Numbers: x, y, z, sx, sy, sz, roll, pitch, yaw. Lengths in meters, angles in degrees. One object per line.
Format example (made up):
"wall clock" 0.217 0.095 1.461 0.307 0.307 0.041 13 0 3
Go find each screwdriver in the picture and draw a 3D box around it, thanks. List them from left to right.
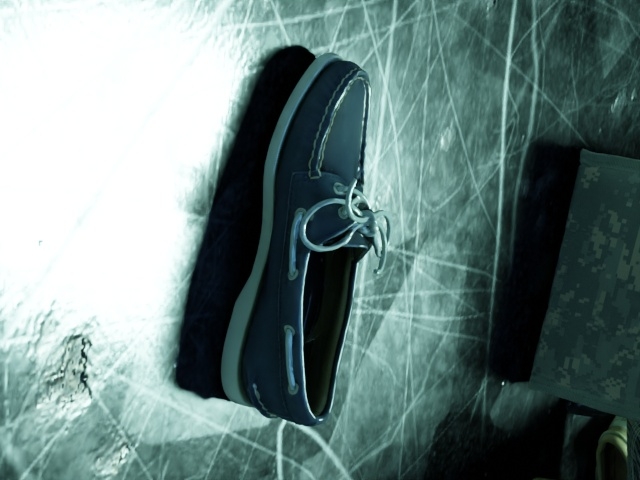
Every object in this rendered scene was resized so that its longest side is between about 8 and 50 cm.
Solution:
"screwdriver" 0.314 0.164 1.660 0.170 0.024 0.025 2 128 -30

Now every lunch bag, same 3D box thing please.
"lunch bag" 0.346 0.049 1.592 0.287 0.169 0.235 9 95 -52

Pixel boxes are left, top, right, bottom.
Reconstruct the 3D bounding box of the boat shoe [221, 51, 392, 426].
"boat shoe" 0.000 0.000 1.139 0.095 0.079 0.254 19 86 -56

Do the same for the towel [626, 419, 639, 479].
"towel" 0.297 0.345 1.523 0.312 0.056 0.324 -76 166 -78

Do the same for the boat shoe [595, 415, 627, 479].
"boat shoe" 0.328 0.308 1.737 0.089 0.104 0.285 -28 114 -43

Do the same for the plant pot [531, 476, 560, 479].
"plant pot" 0.234 0.261 1.586 0.083 0.079 0.083 -25 122 -50
